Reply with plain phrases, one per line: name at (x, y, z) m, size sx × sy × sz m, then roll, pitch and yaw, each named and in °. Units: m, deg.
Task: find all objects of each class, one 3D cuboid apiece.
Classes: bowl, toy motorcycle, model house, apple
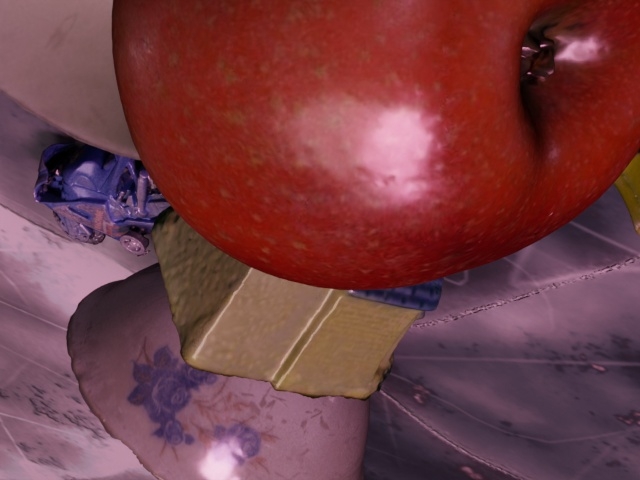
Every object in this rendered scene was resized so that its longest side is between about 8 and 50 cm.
bowl at (-0.169, -0.212, 1.363) m, size 0.307 × 0.163 × 0.307 m, roll 28°, pitch 157°, yaw 13°
toy motorcycle at (-0.189, -0.049, 1.764) m, size 0.205 × 0.076 × 0.114 m, roll -13°, pitch 127°, yaw 46°
model house at (0.000, 0.000, 1.629) m, size 0.214 × 0.195 × 0.189 m, roll 14°, pitch 133°, yaw -29°
apple at (0.052, -0.132, 1.175) m, size 0.277 × 0.348 × 0.348 m, roll 25°, pitch 157°, yaw 40°
bowl at (-0.057, 0.100, 1.765) m, size 0.313 × 0.313 × 0.146 m, roll 31°, pitch 118°, yaw -11°

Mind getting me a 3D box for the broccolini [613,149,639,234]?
broccolini at (0.306, 0.058, 1.603) m, size 0.074 × 0.079 × 0.392 m, roll 10°, pitch 142°, yaw 44°
